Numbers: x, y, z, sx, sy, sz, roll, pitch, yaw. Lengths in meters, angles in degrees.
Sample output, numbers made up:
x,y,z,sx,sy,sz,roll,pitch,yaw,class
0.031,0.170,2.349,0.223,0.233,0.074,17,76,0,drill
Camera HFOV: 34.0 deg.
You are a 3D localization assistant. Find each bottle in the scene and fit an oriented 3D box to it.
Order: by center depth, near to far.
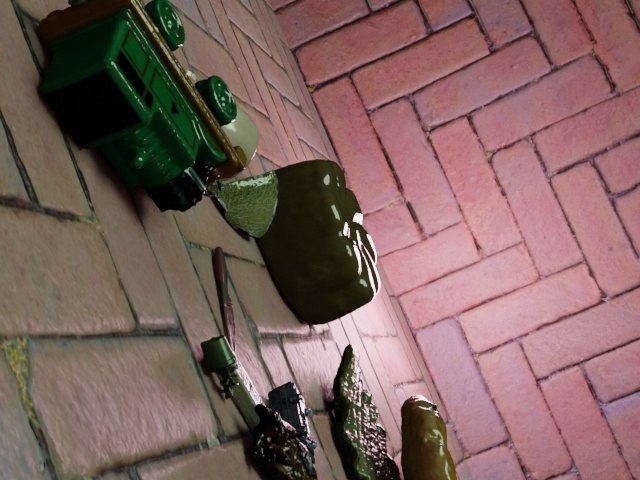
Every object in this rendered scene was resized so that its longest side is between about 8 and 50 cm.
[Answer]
x,y,z,sx,sy,sz,roll,pitch,yaw,class
-0.229,-0.214,1.872,0.236,0.147,0.147,38,29,-53,bottle

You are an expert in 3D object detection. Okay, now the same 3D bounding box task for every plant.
x,y,z,sx,sy,sz,roll,pitch,yaw,class
-0.146,0.196,1.586,0.051,0.051,0.102,-59,130,-78,plant

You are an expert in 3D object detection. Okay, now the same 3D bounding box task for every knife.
x,y,z,sx,sy,sz,roll,pitch,yaw,class
-0.164,0.105,1.807,0.035,0.018,0.247,59,14,-48,knife

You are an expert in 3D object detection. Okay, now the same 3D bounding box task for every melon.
x,y,z,sx,sy,sz,roll,pitch,yaw,class
-0.146,-0.095,2.104,0.093,0.139,0.202,45,0,34,melon

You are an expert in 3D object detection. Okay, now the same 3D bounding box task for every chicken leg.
x,y,z,sx,sy,sz,roll,pitch,yaw,class
-0.053,0.356,1.634,0.105,0.063,0.234,-54,127,-45,chicken leg

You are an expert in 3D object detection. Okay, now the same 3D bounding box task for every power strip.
x,y,z,sx,sy,sz,roll,pitch,yaw,class
-0.118,0.248,1.659,0.191,0.030,0.047,61,12,-20,power strip

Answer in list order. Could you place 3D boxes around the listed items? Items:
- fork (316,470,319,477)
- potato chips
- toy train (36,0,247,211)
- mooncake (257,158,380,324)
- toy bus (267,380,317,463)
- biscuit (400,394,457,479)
x,y,z,sx,sy,sz,roll,pitch,yaw,class
-0.021,0.421,1.811,0.016,0.012,0.115,62,15,0,fork
0.107,0.434,2.265,0.429,0.070,0.358,-91,158,-63,potato chips
-0.266,-0.198,1.565,0.429,0.178,0.249,58,22,-34,toy train
0.000,0.000,2.352,0.378,0.201,0.378,61,12,-23,mooncake
-0.049,0.312,1.762,0.047,0.065,0.166,59,11,-36,toy bus
0.239,0.565,2.295,0.446,0.104,0.429,83,-1,-46,biscuit
